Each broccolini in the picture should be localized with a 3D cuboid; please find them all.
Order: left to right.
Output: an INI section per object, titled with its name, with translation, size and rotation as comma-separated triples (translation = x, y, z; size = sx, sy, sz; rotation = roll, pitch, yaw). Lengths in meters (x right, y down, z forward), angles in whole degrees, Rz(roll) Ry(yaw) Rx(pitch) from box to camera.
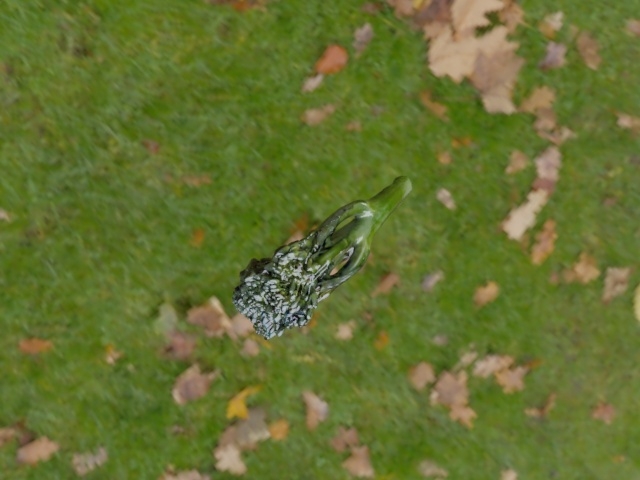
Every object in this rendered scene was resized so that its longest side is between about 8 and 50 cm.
[broccolini]
translation = 0.017, 0.008, 1.067
size = 0.202, 0.068, 0.091
rotation = -34, 146, -31
